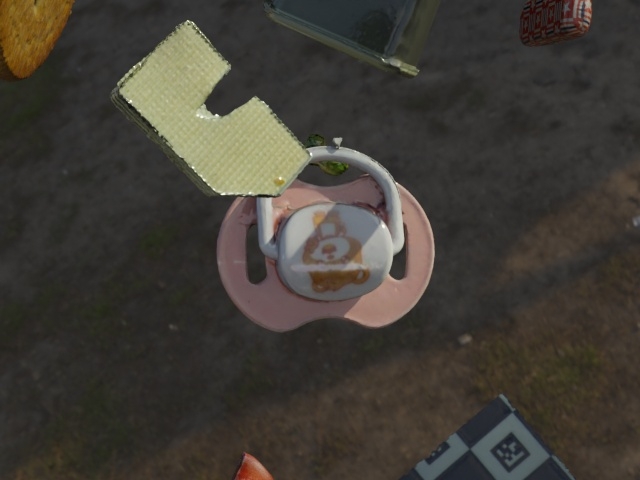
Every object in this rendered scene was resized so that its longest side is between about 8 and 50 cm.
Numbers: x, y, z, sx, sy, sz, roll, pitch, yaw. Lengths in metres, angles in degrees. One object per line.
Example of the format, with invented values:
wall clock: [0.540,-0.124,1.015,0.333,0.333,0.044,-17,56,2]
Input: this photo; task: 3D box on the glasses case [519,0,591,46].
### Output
glasses case: [0.323,-0.305,1.534,0.049,0.073,0.194,2,5,-10]

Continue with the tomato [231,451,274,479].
tomato: [-0.122,0.431,1.667,0.085,0.225,0.225,21,49,-3]

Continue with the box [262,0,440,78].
box: [0.061,-0.396,1.843,0.274,0.138,0.178,27,102,15]

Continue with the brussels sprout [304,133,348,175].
brussels sprout: [0.006,-0.137,1.867,0.051,0.083,0.046,-47,-5,18]

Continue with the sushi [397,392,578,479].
sushi: [0.193,0.411,1.241,0.343,0.064,0.359,-43,75,9]

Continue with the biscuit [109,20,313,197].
biscuit: [-0.134,-0.146,1.429,0.147,0.250,0.046,-53,18,-25]

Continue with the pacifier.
pacifier: [0.006,0.017,1.702,0.332,0.273,0.220,-1,54,-11]

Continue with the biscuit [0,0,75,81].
biscuit: [-0.298,-0.315,1.186,0.038,0.305,0.305,16,48,0]
